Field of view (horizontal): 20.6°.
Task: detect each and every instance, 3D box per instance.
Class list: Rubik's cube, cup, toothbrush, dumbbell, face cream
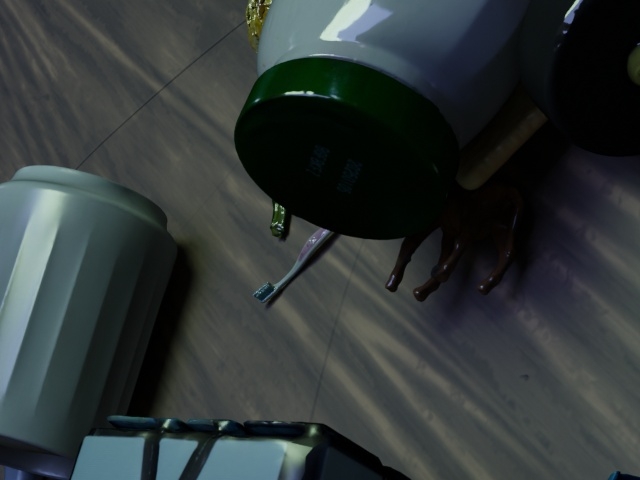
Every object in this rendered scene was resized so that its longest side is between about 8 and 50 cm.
[{"bbox_3d":[-0.058,0.328,1.521,0.288,0.283,0.293,-5,64,40],"label":"Rubik's cube"},{"bbox_3d":[-0.357,0.089,2.073,0.237,0.323,0.327,89,-165,-73],"label":"cup"},{"bbox_3d":[0.000,0.000,1.933,0.204,0.022,0.017,-43,42,18],"label":"toothbrush"},{"bbox_3d":[0.317,-0.110,1.460,0.204,0.204,0.322,-51,37,14],"label":"dumbbell"},{"bbox_3d":[0.073,-0.201,1.698,0.312,0.219,0.357,-15,41,46],"label":"face cream"}]

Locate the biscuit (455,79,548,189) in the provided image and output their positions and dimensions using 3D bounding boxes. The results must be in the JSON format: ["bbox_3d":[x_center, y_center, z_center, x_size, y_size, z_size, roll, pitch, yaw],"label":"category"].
[{"bbox_3d":[0.209,-0.159,1.725,0.250,0.030,0.160,-44,27,4],"label":"biscuit"}]

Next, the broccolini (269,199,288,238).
[{"bbox_3d":[-0.051,-0.100,2.029,0.074,0.058,0.201,-32,43,44],"label":"broccolini"}]

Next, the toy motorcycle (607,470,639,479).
[{"bbox_3d":[0.269,0.255,1.305,0.326,0.191,0.200,-32,39,55],"label":"toy motorcycle"}]

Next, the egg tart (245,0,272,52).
[{"bbox_3d":[-0.040,-0.281,2.150,0.129,0.049,0.129,-24,55,40],"label":"egg tart"}]

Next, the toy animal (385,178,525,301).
[{"bbox_3d":[0.119,-0.035,1.768,0.224,0.066,0.229,-10,47,42],"label":"toy animal"}]

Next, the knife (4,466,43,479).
[{"bbox_3d":[-0.363,0.349,2.132,0.080,0.044,0.331,-12,63,33],"label":"knife"}]
